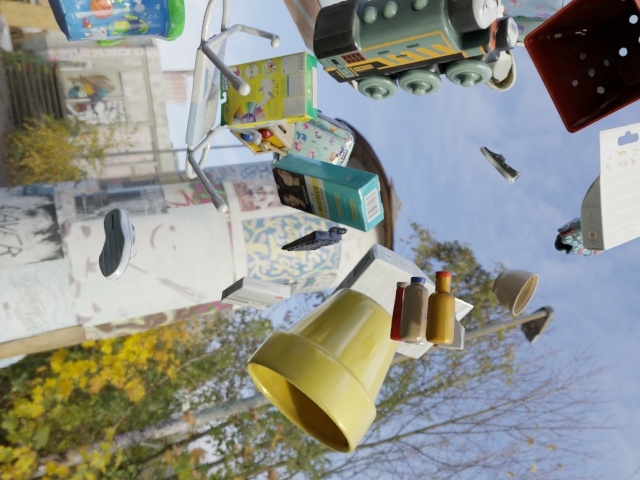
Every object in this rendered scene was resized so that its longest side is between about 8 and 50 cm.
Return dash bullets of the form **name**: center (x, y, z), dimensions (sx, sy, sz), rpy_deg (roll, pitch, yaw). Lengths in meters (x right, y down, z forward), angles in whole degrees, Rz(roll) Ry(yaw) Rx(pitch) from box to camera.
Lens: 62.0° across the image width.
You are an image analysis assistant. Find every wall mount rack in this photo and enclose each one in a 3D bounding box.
- **wall mount rack**: center (-0.161, -0.225, 0.909), dimensions (0.304, 0.130, 0.350), rpy_deg (-74, 180, -55)

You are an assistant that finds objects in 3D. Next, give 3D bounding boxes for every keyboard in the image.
- **keyboard**: center (0.000, 0.000, 1.056), dimensions (0.023, 0.108, 0.180), rpy_deg (67, 16, 6)

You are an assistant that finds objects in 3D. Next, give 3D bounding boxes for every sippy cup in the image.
- **sippy cup**: center (-0.418, -0.500, 1.056), dimensions (0.240, 0.224, 0.306), rpy_deg (50, -28, 34)

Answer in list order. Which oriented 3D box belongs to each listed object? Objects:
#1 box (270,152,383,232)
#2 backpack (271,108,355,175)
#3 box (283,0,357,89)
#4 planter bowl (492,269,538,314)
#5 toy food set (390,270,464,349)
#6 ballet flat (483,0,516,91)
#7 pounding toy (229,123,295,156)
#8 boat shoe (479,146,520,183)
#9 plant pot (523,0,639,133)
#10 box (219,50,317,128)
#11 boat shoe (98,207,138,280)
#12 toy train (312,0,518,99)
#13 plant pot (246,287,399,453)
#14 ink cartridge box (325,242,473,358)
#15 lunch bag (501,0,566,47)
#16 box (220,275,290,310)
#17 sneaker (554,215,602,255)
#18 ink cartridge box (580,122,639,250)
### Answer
- **box**: center (0.010, -0.101, 1.078), dimensions (0.244, 0.060, 0.101), rpy_deg (20, -44, 40)
- **backpack**: center (-0.030, -0.258, 1.650), dimensions (0.254, 0.225, 0.191), rpy_deg (-63, 180, 23)
- **box**: center (0.033, -0.542, 1.181), dimensions (0.215, 0.168, 0.345), rpy_deg (49, 0, 28)
- **planter bowl**: center (0.679, 0.168, 1.889), dimensions (0.109, 0.162, 0.162), rpy_deg (30, -51, 35)
- **toy food set**: center (0.178, 0.118, 0.874), dimensions (0.232, 0.111, 0.105), rpy_deg (35, 61, -66)
- **ballet flat**: center (0.366, -0.478, 1.195), dimensions (0.400, 0.139, 0.139), rpy_deg (39, 20, -51)
- **pounding toy**: center (-0.125, -0.254, 1.294), dimensions (0.130, 0.141, 0.100), rpy_deg (-5, -116, 28)
- **boat shoe**: center (0.513, -0.223, 1.523), dimensions (0.040, 0.049, 0.142), rpy_deg (-43, -111, 16)
- **plant pot**: center (0.701, -0.450, 1.249), dimensions (0.267, 0.235, 0.267), rpy_deg (65, -28, 3)
- **box**: center (-0.091, -0.243, 0.885), dimensions (0.179, 0.043, 0.105), rpy_deg (1, -89, 27)
- **boat shoe**: center (-0.468, 0.014, 1.270), dimensions (0.076, 0.083, 0.226), rpy_deg (49, 18, -44)
- **toy train**: center (0.147, -0.336, 0.895), dimensions (0.333, 0.190, 0.142), rpy_deg (2, -101, 37)
- **plant pot**: center (0.027, 0.233, 1.034), dimensions (0.254, 0.239, 0.254), rpy_deg (32, -30, 21)
- **ink cartridge box**: center (0.249, 0.208, 1.744), dimensions (0.308, 0.384, 0.091), rpy_deg (-53, -159, 32)
- **lunch bag**: center (0.623, -0.677, 1.600), dimensions (0.108, 0.224, 0.279), rpy_deg (84, 25, -49)
- **box**: center (-0.192, 0.156, 1.548), dimensions (0.186, 0.145, 0.038), rpy_deg (-32, -131, 57)
- **sneaker**: center (0.752, -0.009, 1.575), dimensions (0.262, 0.125, 0.104), rpy_deg (33, 40, -56)
- **ink cartridge box**: center (0.603, -0.113, 1.079), dimensions (0.066, 0.189, 0.233), rpy_deg (3, -74, 60)
